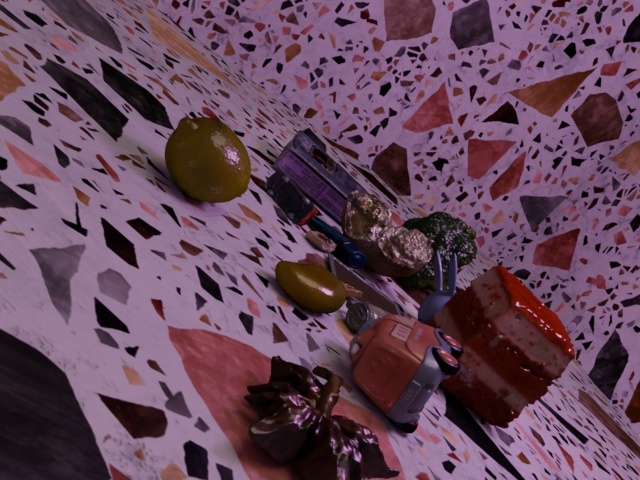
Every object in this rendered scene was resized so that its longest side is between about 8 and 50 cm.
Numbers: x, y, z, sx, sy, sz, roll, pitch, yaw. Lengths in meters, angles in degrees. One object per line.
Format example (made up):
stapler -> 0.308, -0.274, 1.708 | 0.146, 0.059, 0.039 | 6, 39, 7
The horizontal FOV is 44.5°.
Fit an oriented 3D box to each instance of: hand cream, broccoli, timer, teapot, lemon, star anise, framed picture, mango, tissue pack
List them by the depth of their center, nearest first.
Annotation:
star anise -> -0.004, 0.287, 1.236 | 0.292, 0.109, 0.349 | 53, 17, 20
mango -> -0.020, 0.109, 1.759 | 0.191, 0.085, 0.122 | 13, 41, -44
lemon -> -0.251, -0.175, 1.773 | 0.248, 0.184, 0.184 | 50, 6, -40
teapot -> 0.140, 0.199, 1.915 | 0.200, 0.077, 0.107 | 28, 17, -45
framed picture -> 0.126, 0.154, 2.126 | 0.273, 0.016, 0.216 | 38, 15, -17
timer -> 0.376, 0.175, 2.258 | 0.175, 0.256, 0.175 | 21, -6, 2
hand cream -> 0.034, -0.015, 2.297 | 0.120, 0.061, 0.270 | 26, 15, -47
broccoli -> 0.381, 0.055, 2.621 | 0.304, 0.321, 0.283 | -97, 169, -54
tissue pack -> 0.016, -0.198, 2.639 | 0.361, 0.122, 0.259 | 42, 18, -9

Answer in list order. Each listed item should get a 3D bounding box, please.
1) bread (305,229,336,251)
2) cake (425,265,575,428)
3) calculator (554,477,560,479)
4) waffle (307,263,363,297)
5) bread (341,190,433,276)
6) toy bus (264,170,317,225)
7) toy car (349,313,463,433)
bread -> 0.000, 0.000, 2.191 | 0.070, 0.035, 0.083 | 38, 13, 31
cake -> 0.455, 0.270, 2.045 | 0.269, 0.319, 0.270 | 40, 14, -14
calculator -> 0.706, 0.725, 1.996 | 0.261, 0.021, 0.161 | 40, 14, -11
waffle -> 0.035, 0.104, 1.973 | 0.152, 0.023, 0.097 | 9, 35, -45
bread -> 0.168, 0.001, 2.362 | 0.314, 0.192, 0.171 | 44, 57, 4
toy bus -> -0.083, -0.120, 2.256 | 0.174, 0.079, 0.077 | 49, 7, 26
toy car -> 0.164, 0.255, 1.649 | 0.212, 0.181, 0.270 | 34, 14, 8
